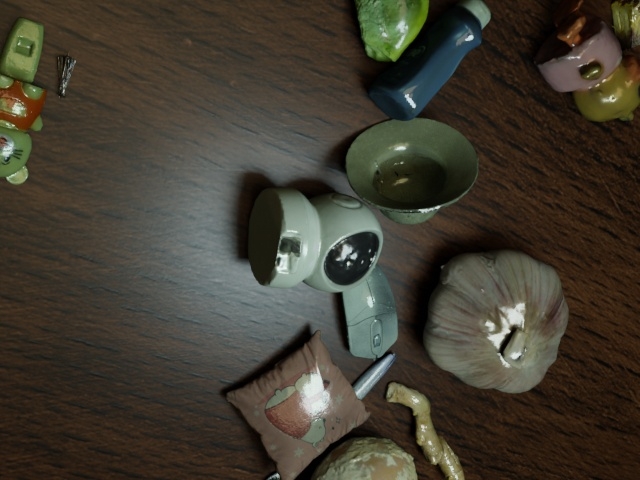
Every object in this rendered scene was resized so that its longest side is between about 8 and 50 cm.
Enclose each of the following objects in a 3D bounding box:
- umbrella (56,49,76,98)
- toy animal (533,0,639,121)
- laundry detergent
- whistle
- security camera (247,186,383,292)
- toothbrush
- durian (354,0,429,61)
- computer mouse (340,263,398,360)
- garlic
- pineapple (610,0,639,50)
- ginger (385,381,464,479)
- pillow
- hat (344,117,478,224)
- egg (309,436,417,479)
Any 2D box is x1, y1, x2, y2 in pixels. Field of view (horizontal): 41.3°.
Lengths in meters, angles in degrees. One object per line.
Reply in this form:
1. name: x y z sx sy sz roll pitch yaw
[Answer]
1. umbrella: -0.437 -0.285 1.449 0.031 0.020 0.083 8 104 -21
2. toy animal: 0.559 -0.344 1.732 0.281 0.195 0.169 36 128 -19
3. laundry detergent: 0.220 -0.359 1.612 0.094 0.143 0.290 44 81 -20
4. whistle: -0.513 -0.221 1.386 0.131 0.106 0.288 17 96 -29
5. security camera: 0.000 0.000 1.586 0.236 0.194 0.194 5 100 -27
6. toothbrush: 0.015 0.385 1.753 0.413 0.042 0.035 -47 112 -8
7. durian: 0.132 -0.459 1.575 0.139 0.101 0.250 0 102 -20
8. computer mouse: 0.098 0.148 1.713 0.113 0.068 0.229 -17 107 -15
9. garlic: 0.364 0.161 1.744 0.322 0.241 0.322 3 84 -35
10. pineapple: 0.670 -0.451 1.795 0.137 0.069 0.116 28 90 -25
11. ginger: 0.230 0.418 1.820 0.288 0.075 0.089 57 39 -19
12. pillow: -0.039 0.329 1.686 0.236 0.084 0.223 -36 99 -11
13. hat: 0.173 -0.106 1.637 0.257 0.257 0.130 -22 140 -15
14. egg: 0.082 0.505 1.714 0.245 0.203 0.203 -27 109 -12
